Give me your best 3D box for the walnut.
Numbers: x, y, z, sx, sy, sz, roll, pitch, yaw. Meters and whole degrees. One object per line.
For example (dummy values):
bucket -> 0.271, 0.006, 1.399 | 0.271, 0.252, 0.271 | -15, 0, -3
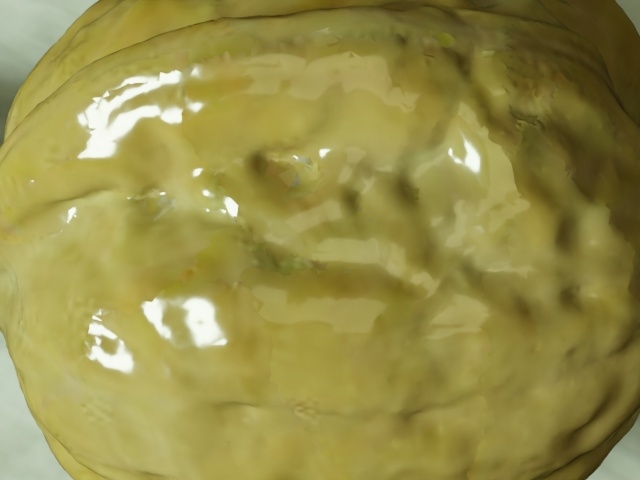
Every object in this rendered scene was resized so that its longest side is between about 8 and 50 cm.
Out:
walnut -> 0.000, 0.000, 0.659 | 0.257, 0.257, 0.224 | -4, 56, -6
